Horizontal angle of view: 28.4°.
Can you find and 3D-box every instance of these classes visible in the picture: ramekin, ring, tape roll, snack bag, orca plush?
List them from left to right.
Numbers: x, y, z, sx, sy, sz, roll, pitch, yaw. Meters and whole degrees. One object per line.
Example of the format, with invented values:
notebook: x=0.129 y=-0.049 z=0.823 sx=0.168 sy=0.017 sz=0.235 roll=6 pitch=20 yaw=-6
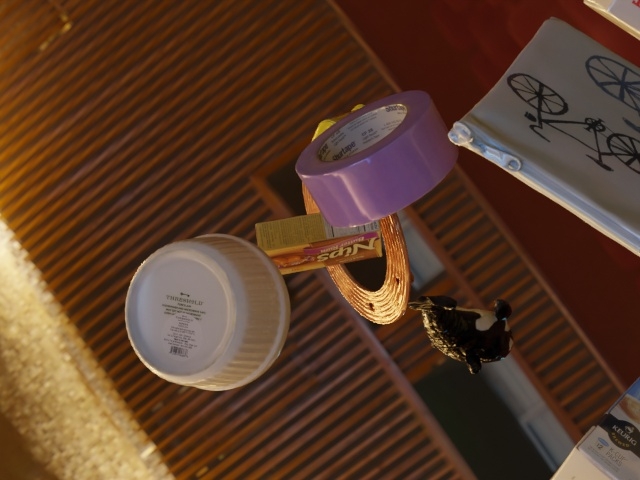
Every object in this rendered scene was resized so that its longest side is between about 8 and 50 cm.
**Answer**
ramekin: x=-0.153 y=0.092 z=1.631 sx=0.207 sy=0.207 sz=0.109 roll=57 pitch=-162 yaw=16
ring: x=0.064 y=-0.020 z=2.128 sx=0.032 sy=0.337 sz=0.337 roll=-20 pitch=-114 yaw=-22
tape roll: x=0.069 y=-0.102 z=1.562 sx=0.080 sy=0.189 sz=0.189 roll=58 pitch=-160 yaw=-20
orca plush: x=0.254 y=0.164 z=2.093 sx=0.287 sy=0.151 sz=0.102 roll=51 pitch=-162 yaw=-60
snack bag: x=0.306 y=-0.071 z=1.194 sx=0.323 sy=0.037 sz=0.342 roll=34 pitch=-144 yaw=7

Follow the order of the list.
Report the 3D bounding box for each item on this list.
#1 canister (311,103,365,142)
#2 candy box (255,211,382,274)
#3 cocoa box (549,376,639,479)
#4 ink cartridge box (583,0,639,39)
canister: x=0.047 y=-0.184 z=2.402 sx=0.073 sy=0.126 sz=0.170 roll=29 pitch=-155 yaw=18
candy box: x=0.000 y=0.000 z=1.939 sx=0.109 sy=0.186 sz=0.053 roll=81 pitch=180 yaw=-67
cocoa box: x=0.508 y=0.437 z=2.109 sx=0.231 sy=0.347 sz=0.228 roll=40 pitch=-128 yaw=18
ink cartridge box: x=0.462 y=-0.333 z=1.444 sx=0.198 sy=0.273 sz=0.115 roll=29 pitch=-165 yaw=-14
